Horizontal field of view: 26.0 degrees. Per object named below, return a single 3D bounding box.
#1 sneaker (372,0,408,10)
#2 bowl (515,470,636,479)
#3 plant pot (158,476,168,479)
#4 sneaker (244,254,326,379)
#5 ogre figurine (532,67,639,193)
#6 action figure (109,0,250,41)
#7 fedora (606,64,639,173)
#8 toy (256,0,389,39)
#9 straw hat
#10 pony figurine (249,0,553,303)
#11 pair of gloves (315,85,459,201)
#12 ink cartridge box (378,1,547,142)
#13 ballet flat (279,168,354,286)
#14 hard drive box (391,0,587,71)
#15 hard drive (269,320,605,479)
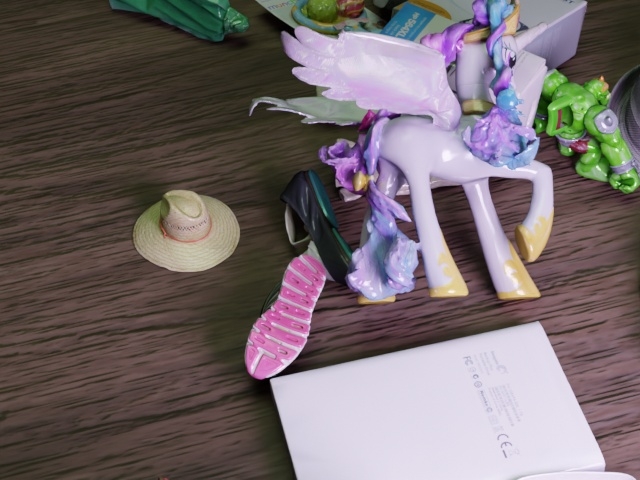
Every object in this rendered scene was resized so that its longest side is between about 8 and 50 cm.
[{"bbox_3d":[0.143,-0.381,2.074,0.121,0.079,0.217,23,31,-8],"label":"sneaker"},{"bbox_3d":[0.261,0.306,1.399,0.142,0.053,0.142,-2,46,1],"label":"bowl"},{"bbox_3d":[-0.010,0.345,1.255,0.265,0.272,0.272,-1,45,-9],"label":"plant pot"},{"bbox_3d":[-0.044,0.099,1.613,0.063,0.075,0.170,25,55,-1],"label":"sneaker"},{"bbox_3d":[0.335,-0.148,1.784,0.096,0.118,0.197,-19,47,0],"label":"ogre figurine"},{"bbox_3d":[-0.203,-0.361,2.055,0.232,0.137,0.063,30,42,19],"label":"action figure"},{"bbox_3d":[0.501,-0.188,1.813,0.243,0.124,0.275,6,46,10],"label":"fedora"},{"bbox_3d":[0.028,-0.336,2.021,0.137,0.056,0.237,-19,46,-34],"label":"toy"},{"bbox_3d":[-0.172,-0.031,1.753,0.144,0.061,0.144,-2,46,2],"label":"straw hat"},{"bbox_3d":[0.110,-0.112,1.602,0.351,0.303,0.364,-1,84,-14],"label":"pony figurine"},{"bbox_3d":[0.104,-0.150,1.863,0.204,0.042,0.240,-6,50,-8],"label":"pair of gloves"},{"bbox_3d":[0.172,-0.193,1.778,0.203,0.148,0.086,26,50,18],"label":"ink cartridge box"},{"bbox_3d":[0.000,0.000,1.714,0.074,0.074,0.203,-18,53,-13],"label":"ballet flat"},{"bbox_3d":[0.231,-0.289,1.923,0.181,0.089,0.232,27,39,26],"label":"hard drive box"},{"bbox_3d":[0.122,0.206,1.515,0.318,0.040,0.210,-12,46,-7],"label":"hard drive"}]
